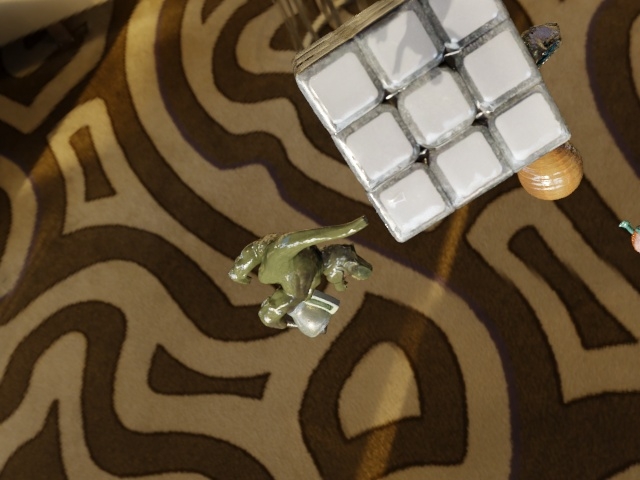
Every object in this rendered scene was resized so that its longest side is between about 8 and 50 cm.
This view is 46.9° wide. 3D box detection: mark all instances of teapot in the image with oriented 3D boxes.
[{"bbox_3d":[-0.012,0.099,1.086,0.088,0.057,0.066,-35,30,46],"label":"teapot"}]

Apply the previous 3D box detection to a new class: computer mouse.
[{"bbox_3d":[0.415,-0.372,1.486,0.077,0.146,0.241,45,46,4],"label":"computer mouse"}]

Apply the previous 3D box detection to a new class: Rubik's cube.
[{"bbox_3d":[0.155,-0.226,1.158,0.303,0.305,0.301,-34,17,7],"label":"Rubik's cube"}]

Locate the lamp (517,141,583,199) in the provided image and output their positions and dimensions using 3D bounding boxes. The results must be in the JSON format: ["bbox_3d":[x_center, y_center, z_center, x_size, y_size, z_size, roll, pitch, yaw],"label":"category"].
[{"bbox_3d":[0.480,-0.150,1.542,0.136,0.136,0.136,-10,57,15],"label":"lamp"}]

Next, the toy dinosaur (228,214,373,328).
[{"bbox_3d":[0.000,0.000,0.715,0.087,0.187,0.179,50,118,14],"label":"toy dinosaur"}]

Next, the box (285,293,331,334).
[{"bbox_3d":[-0.039,0.151,1.609,0.125,0.027,0.126,11,32,0],"label":"box"}]

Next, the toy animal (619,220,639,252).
[{"bbox_3d":[0.680,-0.014,1.501,0.100,0.103,0.208,-57,8,16],"label":"toy animal"}]
